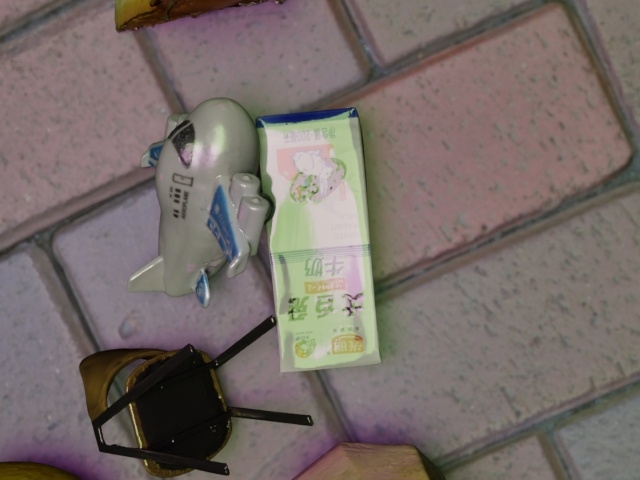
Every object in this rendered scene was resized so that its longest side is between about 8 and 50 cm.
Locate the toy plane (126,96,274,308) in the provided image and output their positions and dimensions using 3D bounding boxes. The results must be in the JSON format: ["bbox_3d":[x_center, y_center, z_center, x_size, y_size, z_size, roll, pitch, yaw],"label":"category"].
[{"bbox_3d":[-0.147,-0.045,1.022,0.122,0.266,0.267,0,93,-38],"label":"toy plane"}]

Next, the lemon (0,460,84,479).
[{"bbox_3d":[-0.364,0.364,1.053,0.248,0.184,0.184,7,93,0],"label":"lemon"}]

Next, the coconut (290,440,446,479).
[{"bbox_3d":[0.058,0.373,1.014,0.259,0.259,0.259,0,93,2],"label":"coconut"}]

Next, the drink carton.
[{"bbox_3d":[0.000,0.000,1.064,0.130,0.106,0.315,-6,94,4],"label":"drink carton"}]

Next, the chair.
[{"bbox_3d":[-0.168,0.188,1.023,0.246,0.158,0.173,-22,86,36],"label":"chair"}]

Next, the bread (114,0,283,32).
[{"bbox_3d":[-0.180,-0.370,0.960,0.278,0.315,0.249,-12,91,12],"label":"bread"}]
